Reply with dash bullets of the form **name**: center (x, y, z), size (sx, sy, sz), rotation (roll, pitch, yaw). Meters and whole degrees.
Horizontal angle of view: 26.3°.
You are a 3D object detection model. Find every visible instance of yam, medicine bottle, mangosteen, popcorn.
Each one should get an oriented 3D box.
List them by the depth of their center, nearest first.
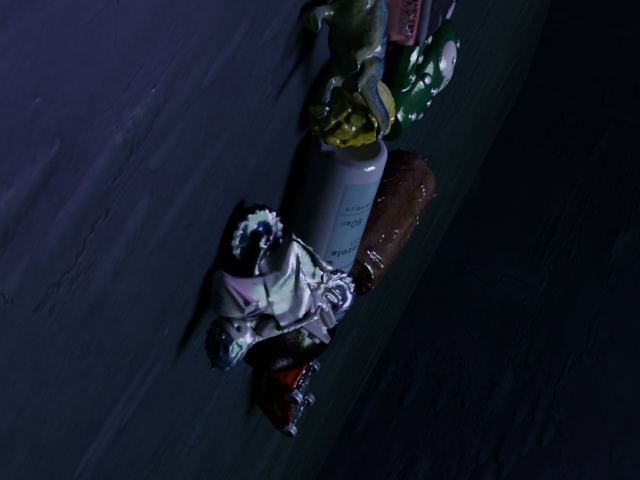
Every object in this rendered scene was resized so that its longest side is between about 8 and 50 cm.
- **popcorn**: center (0.038, -0.175, 1.786), size (0.116, 0.120, 0.106), rotation (177, -100, -74)
- **mangosteen**: center (-0.054, 0.106, 1.870), size (0.152, 0.152, 0.152), rotation (-62, 169, -21)
- **medicine bottle**: center (0.000, 0.000, 1.941), size (0.110, 0.110, 0.352), rotation (-53, 164, -50)
- **yam**: center (0.100, -0.028, 2.363), size (0.280, 0.131, 0.131), rotation (-57, 167, -38)

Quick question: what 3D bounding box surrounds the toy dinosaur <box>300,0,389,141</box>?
- **toy dinosaur**: center (0.041, -0.240, 1.600), size (0.147, 0.076, 0.363), rotation (-51, 146, -44)

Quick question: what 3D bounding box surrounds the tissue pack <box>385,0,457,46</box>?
- **tissue pack**: center (0.147, -0.428, 1.692), size (0.245, 0.123, 0.332), rotation (-51, 160, -36)

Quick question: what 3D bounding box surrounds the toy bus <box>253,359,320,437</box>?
- **toy bus**: center (-0.060, 0.245, 2.264), size (0.081, 0.089, 0.195), rotation (-59, 167, -31)

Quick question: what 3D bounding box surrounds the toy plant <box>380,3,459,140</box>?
- **toy plant**: center (0.140, -0.263, 2.035), size (0.243, 0.112, 0.233), rotation (-51, 163, -54)

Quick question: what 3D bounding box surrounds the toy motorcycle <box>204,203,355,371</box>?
- **toy motorcycle**: center (-0.069, 0.084, 1.717), size (0.204, 0.239, 0.108), rotation (-57, -151, -8)
